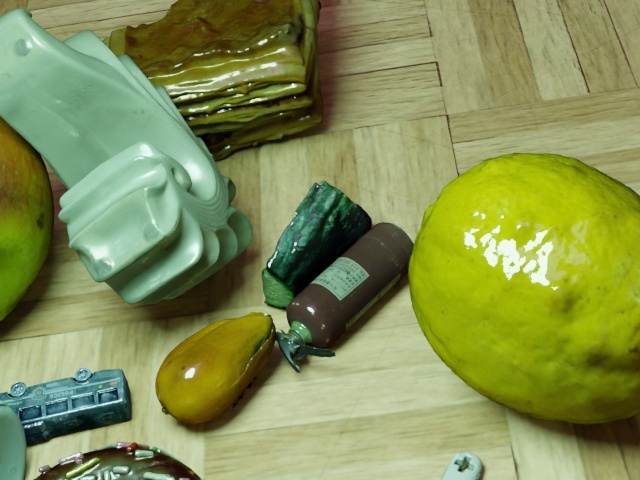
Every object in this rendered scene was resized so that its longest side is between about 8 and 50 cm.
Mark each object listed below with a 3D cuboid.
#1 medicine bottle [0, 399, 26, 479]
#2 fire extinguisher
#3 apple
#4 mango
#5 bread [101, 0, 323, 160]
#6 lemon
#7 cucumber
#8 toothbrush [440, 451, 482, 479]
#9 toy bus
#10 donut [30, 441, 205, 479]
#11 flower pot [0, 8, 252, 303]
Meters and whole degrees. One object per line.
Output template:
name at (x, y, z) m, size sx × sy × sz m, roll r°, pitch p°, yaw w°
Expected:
medicine bottle at (-0.421, 0.231, 1.429) m, size 0.168 × 0.135 × 0.135 m, roll 1°, pitch 42°, yaw 16°
fire extinguisher at (0.028, 0.072, 1.551) m, size 0.099 × 0.071 × 0.231 m, roll 16°, pitch 46°, yaw 41°
apple at (-0.493, -0.033, 1.594) m, size 0.339 × 0.339 × 0.339 m, roll -6°, pitch 41°, yaw 6°
mango at (-0.118, 0.145, 1.500) m, size 0.159 × 0.084 × 0.105 m, roll -33°, pitch 24°, yaw -33°
bread at (-0.140, -0.252, 1.876) m, size 0.314 × 0.191 × 0.370 m, roll -13°, pitch 35°, yaw 5°
lemon at (0.243, 0.054, 1.390) m, size 0.285 × 0.285 × 0.316 m, roll -18°, pitch 67°, yaw -8°
cucumber at (0.000, 0.000, 1.626) m, size 0.086 × 0.115 × 0.193 m, roll 34°, pitch 59°, yaw 13°
toothbrush at (0.058, 0.349, 1.257) m, size 0.042 × 0.040 × 0.418 m, roll 17°, pitch 48°, yaw 25°
toy bus at (-0.300, 0.191, 1.513) m, size 0.166 × 0.047 × 0.065 m, roll -13°, pitch 45°, yaw -3°
donut at (-0.213, 0.312, 1.315) m, size 0.270 × 0.103 × 0.269 m, roll -7°, pitch 40°, yaw 6°
flower pot at (-0.245, -0.104, 1.578) m, size 0.164 × 0.254 × 0.367 m, roll -36°, pitch 82°, yaw 16°
